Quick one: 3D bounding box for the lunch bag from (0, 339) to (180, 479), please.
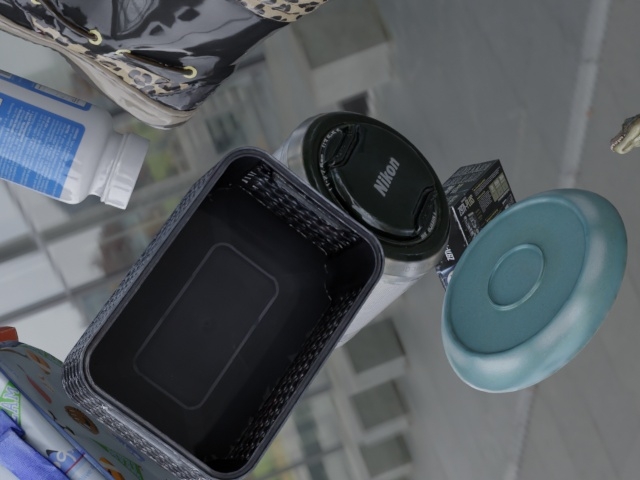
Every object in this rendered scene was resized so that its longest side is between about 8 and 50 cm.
[{"bbox_3d":[-0.209,0.210,1.168,0.303,0.115,0.243,42,178,-1],"label":"lunch bag"}]

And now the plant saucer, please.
[{"bbox_3d":[0.277,0.056,1.860,0.043,0.317,0.317,35,-166,-31],"label":"plant saucer"}]

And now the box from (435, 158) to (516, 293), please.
[{"bbox_3d":[0.240,-0.022,2.140,0.180,0.077,0.147,-43,-65,-48],"label":"box"}]

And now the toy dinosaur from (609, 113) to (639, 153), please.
[{"bbox_3d":[0.463,-0.117,1.520,0.118,0.268,0.064,-75,-16,-63],"label":"toy dinosaur"}]

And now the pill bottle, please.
[{"bbox_3d":[-0.323,-0.116,1.628,0.124,0.221,0.124,-159,90,-82],"label":"pill bottle"}]

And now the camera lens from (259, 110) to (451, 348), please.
[{"bbox_3d":[0.000,0.000,1.582,0.274,0.219,0.219,-44,61,41],"label":"camera lens"}]

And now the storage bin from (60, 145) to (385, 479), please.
[{"bbox_3d":[-0.060,0.048,0.835,0.122,0.180,0.084,37,160,-9],"label":"storage bin"}]

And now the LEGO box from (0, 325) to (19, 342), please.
[{"bbox_3d":[-0.666,0.238,1.661,0.372,0.500,0.193,-22,-73,-59],"label":"LEGO box"}]

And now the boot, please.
[{"bbox_3d":[-0.190,-0.282,1.321,0.377,0.284,0.138,39,-134,-26],"label":"boot"}]
